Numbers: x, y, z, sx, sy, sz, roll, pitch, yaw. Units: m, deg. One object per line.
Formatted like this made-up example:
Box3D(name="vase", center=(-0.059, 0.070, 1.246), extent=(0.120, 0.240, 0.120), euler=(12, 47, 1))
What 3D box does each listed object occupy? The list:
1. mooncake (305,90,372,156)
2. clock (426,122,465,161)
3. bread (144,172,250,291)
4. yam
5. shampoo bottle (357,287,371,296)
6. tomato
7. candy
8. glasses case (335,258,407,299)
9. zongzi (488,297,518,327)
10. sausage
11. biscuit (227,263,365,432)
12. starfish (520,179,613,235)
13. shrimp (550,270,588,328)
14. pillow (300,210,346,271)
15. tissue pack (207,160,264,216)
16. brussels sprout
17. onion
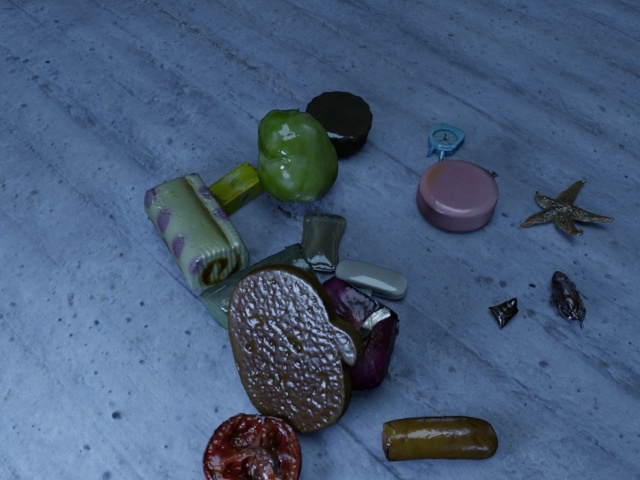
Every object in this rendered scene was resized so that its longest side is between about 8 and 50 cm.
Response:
Box3D(name="mooncake", center=(0.056, -0.375, 2.192), extent=(0.228, 0.124, 0.228), euler=(2, 55, -4))
Box3D(name="clock", center=(0.406, -0.324, 2.206), extent=(0.108, 0.045, 0.147), euler=(26, 56, 19))
Box3D(name="bread", center=(-0.349, -0.026, 1.875), extent=(0.187, 0.155, 0.338), euler=(-21, 53, -26))
Box3D(name="yam", center=(-0.144, 0.137, 1.720), extent=(0.304, 0.168, 0.168), euler=(-28, 56, -9))
Box3D(name="shampoo bottle", center=(0.040, 0.150, 1.807), extent=(0.195, 0.056, 0.056), euler=(5, 51, 3))
Box3D(name="tomato", center=(-0.147, 0.503, 1.492), extent=(0.228, 0.101, 0.228), euler=(6, 47, -7))
Box3D(name="candy", center=(0.421, -0.140, 2.026), extent=(0.255, 0.094, 0.255), euler=(1, 51, -1))
Box3D(name="glasses case", center=(0.140, 0.107, 1.846), extent=(0.204, 0.051, 0.081), euler=(17, 52, 12))
Box3D(name="zongzi", center=(0.509, 0.190, 1.797), extent=(0.083, 0.073, 0.067), euler=(-41, 54, 17))
Box3D(name="sausage", center=(0.276, 0.455, 1.539), extent=(0.271, 0.109, 0.109), euler=(1, 51, -5))
Box3D(name="biscuit", center=(-0.054, 0.246, 1.544), extent=(0.350, 0.394, 0.070), euler=(-5, 6, 29))
Box3D(name="starfish", center=(0.758, -0.089, 2.027), extent=(0.295, 0.048, 0.231), euler=(-32, 48, -27))
Box3D(name="shrimp", center=(0.674, 0.163, 1.809), extent=(0.073, 0.075, 0.190), euler=(18, 37, -29))
Box3D(name="pillow", center=(0.000, 0.000, 1.940), extent=(0.130, 0.033, 0.217), euler=(10, 51, 5))
Box3D(name="tissue pack", center=(-0.259, -0.158, 2.043), extent=(0.095, 0.062, 0.176), euler=(37, 58, 25))
Box3D(name="brussels sprout", center=(-0.075, -0.243, 1.996), extent=(0.243, 0.316, 0.273), euler=(-23, 75, 4))
Box3D(name="onion", center=(0.066, 0.235, 1.626), extent=(0.256, 0.272, 0.230), euler=(30, 89, 33))
